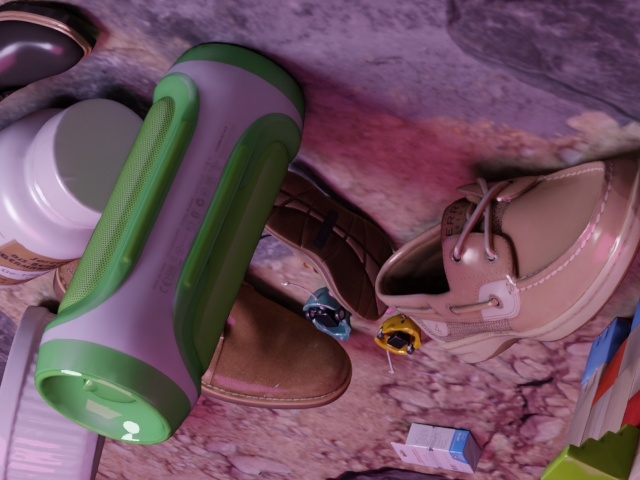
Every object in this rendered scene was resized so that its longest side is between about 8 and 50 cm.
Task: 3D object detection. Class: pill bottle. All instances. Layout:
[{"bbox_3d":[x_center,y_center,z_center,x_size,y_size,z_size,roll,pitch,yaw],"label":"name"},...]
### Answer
[{"bbox_3d":[-0.238,-0.042,1.507,0.131,0.131,0.229,34,150,-24],"label":"pill bottle"}]

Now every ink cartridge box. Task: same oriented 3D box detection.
[{"bbox_3d":[0.121,0.217,1.832,0.083,0.028,0.048,5,148,27],"label":"ink cartridge box"}]

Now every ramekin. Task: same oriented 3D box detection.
[{"bbox_3d":[-0.282,0.180,1.868,0.109,0.207,0.207,13,152,-3],"label":"ramekin"}]

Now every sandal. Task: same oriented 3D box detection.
[{"bbox_3d":[0.000,0.000,1.494,0.180,0.072,0.049,40,162,-29],"label":"sandal"}]

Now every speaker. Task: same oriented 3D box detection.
[{"bbox_3d":[-0.109,-0.001,1.314,0.131,0.296,0.131,16,152,9],"label":"speaker"}]

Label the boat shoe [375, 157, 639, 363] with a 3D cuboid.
[{"bbox_3d":[0.142,0.012,1.354,0.110,0.122,0.341,27,153,-12],"label":"boat shoe"}]

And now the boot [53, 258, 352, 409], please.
[{"bbox_3d":[-0.106,0.065,1.648,0.305,0.112,0.115,24,142,-1],"label":"boot"}]

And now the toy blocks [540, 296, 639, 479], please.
[{"bbox_3d":[0.283,0.116,1.322,0.190,0.261,0.381,25,145,-3],"label":"toy blocks"}]

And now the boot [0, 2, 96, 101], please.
[{"bbox_3d":[-0.277,-0.111,1.406,0.198,0.137,0.077,-7,142,41],"label":"boot"}]

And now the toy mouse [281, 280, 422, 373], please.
[{"bbox_3d":[0.033,0.057,1.606,0.143,0.031,0.161,24,152,-6],"label":"toy mouse"}]
